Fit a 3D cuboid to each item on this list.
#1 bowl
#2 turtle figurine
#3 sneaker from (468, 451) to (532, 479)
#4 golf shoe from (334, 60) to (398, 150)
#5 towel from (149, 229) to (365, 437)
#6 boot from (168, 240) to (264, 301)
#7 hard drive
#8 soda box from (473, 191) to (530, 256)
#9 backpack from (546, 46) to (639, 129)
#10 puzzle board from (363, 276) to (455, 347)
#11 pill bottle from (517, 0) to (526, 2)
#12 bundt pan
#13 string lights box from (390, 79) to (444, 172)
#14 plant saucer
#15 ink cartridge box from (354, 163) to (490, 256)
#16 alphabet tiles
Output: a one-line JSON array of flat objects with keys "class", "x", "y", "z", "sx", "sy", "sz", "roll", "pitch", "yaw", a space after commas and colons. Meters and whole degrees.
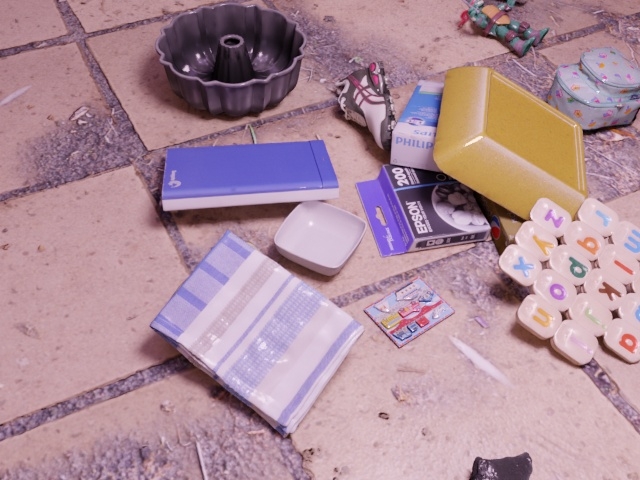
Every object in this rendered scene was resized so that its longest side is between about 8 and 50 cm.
[{"class": "bowl", "x": 0.000, "y": 0.000, "z": 1.295, "sx": 0.142, "sy": 0.053, "sz": 0.142, "roll": 23, "pitch": 51, "yaw": 17}, {"class": "turtle figurine", "x": 0.446, "y": -0.562, "z": 1.789, "sx": 0.234, "sy": 0.118, "sz": 0.175, "roll": 42, "pitch": 72, "yaw": 12}, {"class": "sneaker", "x": 0.222, "y": 0.344, "z": 0.995, "sx": 0.170, "sy": 0.051, "sz": 0.089, "roll": -2, "pitch": 47, "yaw": -11}, {"class": "golf shoe", "x": 0.104, "y": -0.273, "z": 1.536, "sx": 0.120, "sy": 0.105, "sz": 0.273, "roll": -14, "pitch": 42, "yaw": 6}, {"class": "towel", "x": -0.097, "y": 0.136, "z": 1.108, "sx": 0.285, "sy": 0.034, "sz": 0.209, "roll": 35, "pitch": 74, "yaw": 12}, {"class": "boot", "x": -0.134, "y": 0.107, "z": 1.178, "sx": 0.165, "sy": 0.077, "sz": 0.213, "roll": 36, "pitch": 55, "yaw": 23}, {"class": "hard drive", "x": -0.138, "y": -0.131, "z": 1.382, "sx": 0.318, "sy": 0.040, "sz": 0.210, "roll": -4, "pitch": 32, "yaw": -7}, {"class": "soda box", "x": 0.346, "y": -0.049, "z": 1.349, "sx": 0.058, "sy": 0.061, "sz": 0.181, "roll": -5, "pitch": 48, "yaw": -7}, {"class": "backpack", "x": 0.601, "y": -0.330, "z": 1.567, "sx": 0.188, "sy": 0.144, "sz": 0.166, "roll": -18, "pitch": 56, "yaw": -14}, {"class": "puzzle board", "x": 0.152, "y": 0.118, "z": 1.222, "sx": 0.128, "sy": 0.011, "sz": 0.096, "roll": -27, "pitch": 54, "yaw": -25}, {"class": "pill bottle", "x": 0.438, "y": -0.760, "z": 1.932, "sx": 0.301, "sy": 0.169, "sz": 0.169, "roll": 21, "pitch": 50, "yaw": 16}, {"class": "bundt pan", "x": -0.196, "y": -0.392, "z": 1.597, "sx": 0.331, "sy": 0.124, "sz": 0.331, "roll": 2, "pitch": 47, "yaw": -2}, {"class": "string lights box", "x": 0.239, "y": -0.241, "z": 1.474, "sx": 0.133, "sy": 0.077, "sz": 0.260, "roll": 12, "pitch": 38, "yaw": 15}, {"class": "plant saucer", "x": 0.386, "y": -0.188, "z": 1.368, "sx": 0.333, "sy": 0.081, "sz": 0.333, "roll": 28, "pitch": 44, "yaw": -11}, {"class": "ink cartridge box", "x": 0.190, "y": -0.069, "z": 1.374, "sx": 0.208, "sy": 0.045, "sz": 0.206, "roll": -9, "pitch": 49, "yaw": -9}, {"class": "alphabet tiles", "x": 0.449, "y": 0.064, "z": 1.215, "sx": 0.278, "sy": 0.021, "sz": 0.284, "roll": 35, "pitch": 67, "yaw": 7}]
